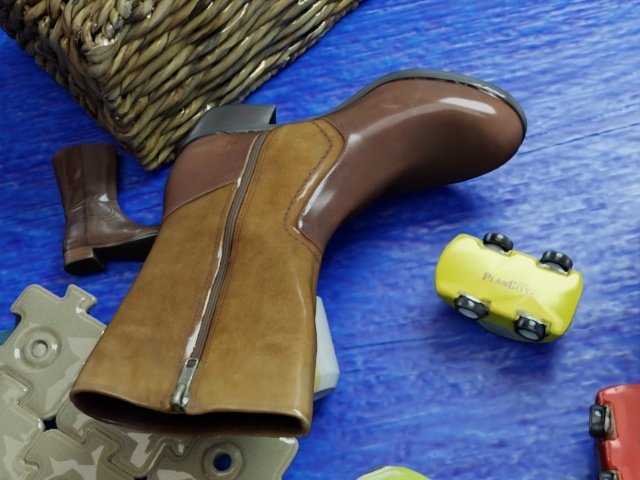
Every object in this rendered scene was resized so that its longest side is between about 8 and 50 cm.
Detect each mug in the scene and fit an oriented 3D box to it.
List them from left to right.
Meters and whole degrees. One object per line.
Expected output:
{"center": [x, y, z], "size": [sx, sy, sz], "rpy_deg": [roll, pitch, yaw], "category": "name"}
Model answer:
{"center": [-0.024, 0.082, 0.677], "size": [0.078, 0.062, 0.064], "rpy_deg": [-16, 72, -20], "category": "mug"}

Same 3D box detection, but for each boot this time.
{"center": [-0.158, -0.037, 0.767], "size": [0.106, 0.037, 0.114], "rpy_deg": [-12, 60, 0], "category": "boot"}
{"center": [0.000, 0.000, 0.632], "size": [0.264, 0.096, 0.280], "rpy_deg": [2, 41, 10], "category": "boot"}

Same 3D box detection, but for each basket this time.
{"center": [-0.115, -0.248, 0.756], "size": [0.299, 0.213, 0.223], "rpy_deg": [-41, 67, -11], "category": "basket"}

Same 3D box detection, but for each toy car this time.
{"center": [0.224, 0.054, 0.658], "size": [0.225, 0.053, 0.239], "rpy_deg": [-32, 66, -7], "category": "toy car"}

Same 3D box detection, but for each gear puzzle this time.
{"center": [-0.109, 0.169, 0.665], "size": [0.339, 0.044, 0.175], "rpy_deg": [28, 71, 16], "category": "gear puzzle"}

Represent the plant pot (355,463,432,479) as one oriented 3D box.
{"center": [0.007, 0.244, 0.493], "size": [0.228, 0.227, 0.207], "rpy_deg": [-22, 72, -2], "category": "plant pot"}
